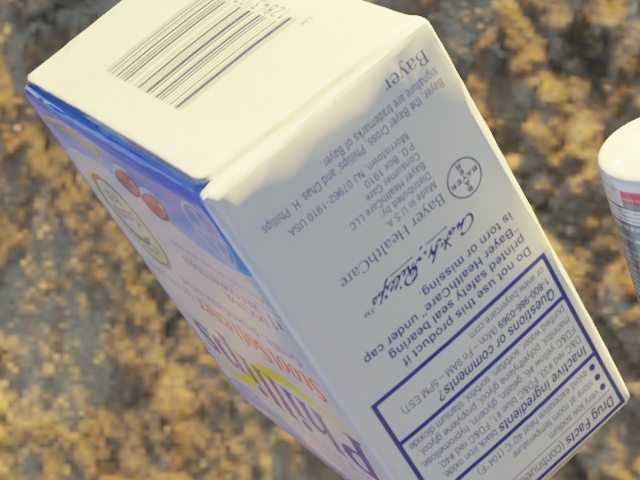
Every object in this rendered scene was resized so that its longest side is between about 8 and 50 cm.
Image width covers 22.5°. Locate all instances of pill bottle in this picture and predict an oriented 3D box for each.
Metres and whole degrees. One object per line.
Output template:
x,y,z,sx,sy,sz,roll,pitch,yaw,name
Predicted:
0.412,0.010,1.747,0.161,0.161,0.283,18,136,51,pill bottle

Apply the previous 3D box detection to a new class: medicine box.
0.000,0.000,0.941,0.149,0.289,0.263,-40,32,-13,medicine box
